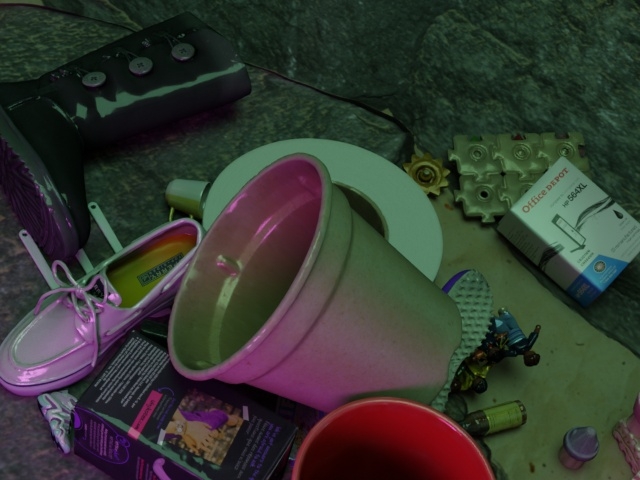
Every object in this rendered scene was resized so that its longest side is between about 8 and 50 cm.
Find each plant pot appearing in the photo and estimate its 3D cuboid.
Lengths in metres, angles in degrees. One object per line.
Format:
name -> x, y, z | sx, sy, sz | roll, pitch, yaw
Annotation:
plant pot -> 0.074, 0.381, 1.597 | 0.275, 0.243, 0.275 | 6, 54, -8
plant pot -> 0.014, 0.101, 1.659 | 0.305, 0.334, 0.334 | 33, 49, -26

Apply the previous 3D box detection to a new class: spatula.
spatula -> -0.359, 0.049, 1.886 | 0.168, 0.019, 0.242 | -24, 63, -24

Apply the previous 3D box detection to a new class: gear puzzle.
gear puzzle -> 0.304, -0.102, 2.114 | 0.339, 0.044, 0.175 | -2, 65, -9

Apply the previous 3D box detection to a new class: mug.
mug -> -0.218, -0.067, 1.972 | 0.064, 0.062, 0.078 | 14, 47, 9

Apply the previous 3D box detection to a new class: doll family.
doll family -> 0.248, 0.176, 1.860 | 0.193, 0.076, 0.111 | -40, 44, 5

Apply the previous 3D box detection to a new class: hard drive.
hard drive -> -0.216, 0.169, 1.756 | 0.094, 0.135, 0.022 | 16, 53, 0

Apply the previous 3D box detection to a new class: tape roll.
tape roll -> 0.000, 0.000, 1.950 | 0.392, 0.072, 0.392 | 5, 52, -7

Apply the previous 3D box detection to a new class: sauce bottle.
sauce bottle -> 0.247, 0.273, 1.834 | 0.128, 0.042, 0.042 | -12, 58, -17

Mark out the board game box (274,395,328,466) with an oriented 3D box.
board game box -> -0.017, 0.262, 1.797 | 0.103, 0.026, 0.154 | 12, 54, -2

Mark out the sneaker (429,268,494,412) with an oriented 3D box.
sneaker -> 0.142, 0.162, 1.822 | 0.146, 0.102, 0.293 | 6, 59, 49

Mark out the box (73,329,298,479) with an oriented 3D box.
box -> -0.187, 0.274, 1.669 | 0.270, 0.165, 0.143 | 30, 55, 10

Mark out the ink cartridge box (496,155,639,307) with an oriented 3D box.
ink cartridge box -> 0.418, -0.015, 2.018 | 0.203, 0.086, 0.148 | 43, 69, 9

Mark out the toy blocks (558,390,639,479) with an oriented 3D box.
toy blocks -> 0.521, 0.317, 1.722 | 0.309, 0.260, 0.289 | -12, 59, -19

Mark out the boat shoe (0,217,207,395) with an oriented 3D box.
boat shoe -> -0.313, 0.082, 1.745 | 0.367, 0.156, 0.136 | -31, 67, -11

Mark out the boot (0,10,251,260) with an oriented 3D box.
boot -> -0.307, -0.186, 1.991 | 0.445, 0.146, 0.367 | -22, 60, -28

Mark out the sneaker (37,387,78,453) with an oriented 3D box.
sneaker -> -0.354, 0.250, 1.731 | 0.069, 0.038, 0.098 | -19, 61, -22
